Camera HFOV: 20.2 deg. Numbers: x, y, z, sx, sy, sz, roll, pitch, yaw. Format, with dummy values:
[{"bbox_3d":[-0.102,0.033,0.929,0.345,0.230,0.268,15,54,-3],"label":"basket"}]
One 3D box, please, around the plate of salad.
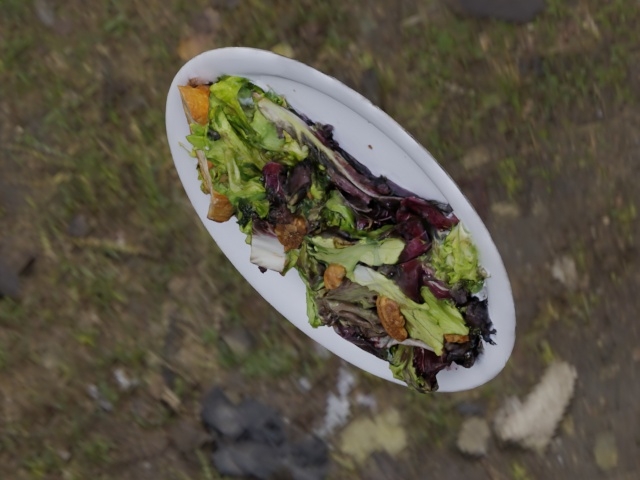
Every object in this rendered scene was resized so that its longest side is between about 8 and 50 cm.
[{"bbox_3d":[0.000,0.000,0.813,0.200,0.200,0.048,31,57,22],"label":"plate of salad"}]
